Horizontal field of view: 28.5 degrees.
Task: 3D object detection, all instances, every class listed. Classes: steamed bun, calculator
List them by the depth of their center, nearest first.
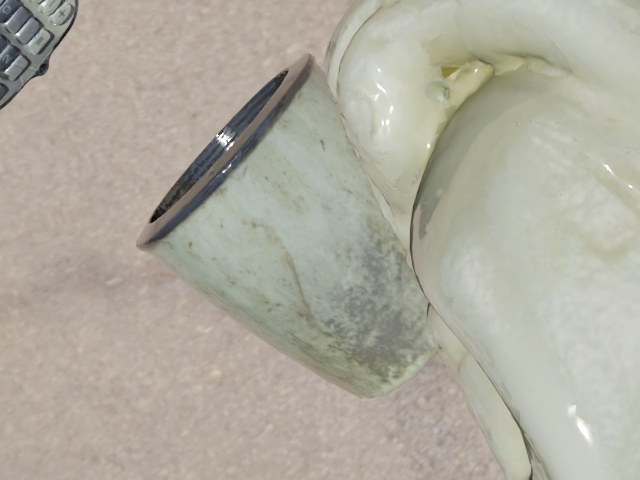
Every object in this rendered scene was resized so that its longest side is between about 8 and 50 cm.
[{"bbox_3d":[0.176,-0.006,0.649,0.255,0.368,0.343,-28,72,5],"label":"steamed bun"},{"bbox_3d":[-0.312,-0.212,1.136,0.040,0.268,0.177,37,83,27],"label":"calculator"}]

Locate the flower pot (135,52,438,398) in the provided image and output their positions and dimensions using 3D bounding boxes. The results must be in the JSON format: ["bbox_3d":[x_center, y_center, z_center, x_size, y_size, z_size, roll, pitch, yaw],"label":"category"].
[{"bbox_3d":[0.000,0.000,1.453,0.330,0.294,0.293,43,121,-13],"label":"flower pot"}]
